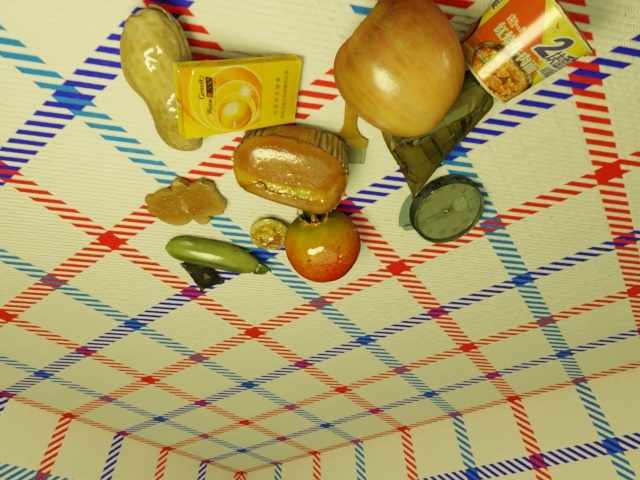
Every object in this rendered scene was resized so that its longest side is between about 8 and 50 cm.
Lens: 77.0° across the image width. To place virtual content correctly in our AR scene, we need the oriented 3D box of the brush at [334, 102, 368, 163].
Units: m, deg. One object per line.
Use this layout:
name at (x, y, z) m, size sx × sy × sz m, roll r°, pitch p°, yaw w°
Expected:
brush at (0.074, -0.303, 0.983) m, size 0.103 × 0.013 × 0.272 m, roll 1°, pitch 135°, yaw -3°

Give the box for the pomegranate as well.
pomegranate at (0.000, 0.000, 1.150) m, size 0.220 × 0.221 × 0.257 m, roll -13°, pitch 126°, yaw 11°

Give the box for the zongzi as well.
zongzi at (0.306, -0.242, 0.996) m, size 0.260 × 0.123 × 0.289 m, roll -28°, pitch 143°, yaw 17°

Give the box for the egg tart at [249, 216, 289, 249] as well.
egg tart at (-0.151, -0.025, 1.224) m, size 0.130 × 0.052 × 0.130 m, roll 0°, pitch 134°, yaw 0°

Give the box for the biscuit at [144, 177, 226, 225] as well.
biscuit at (-0.385, -0.105, 1.148) m, size 0.225 × 0.036 × 0.166 m, roll -15°, pitch 133°, yaw 16°

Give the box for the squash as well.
squash at (-0.313, 0.050, 1.269) m, size 0.340 × 0.095 × 0.094 m, roll 15°, pitch 132°, yaw -13°

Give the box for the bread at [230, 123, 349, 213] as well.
bread at (-0.074, -0.174, 0.997) m, size 0.288 × 0.156 × 0.204 m, roll 15°, pitch 130°, yaw -9°

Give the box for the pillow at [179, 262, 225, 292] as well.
pillow at (-0.395, 0.110, 1.350) m, size 0.090 × 0.048 × 0.150 m, roll -11°, pitch 132°, yaw 12°

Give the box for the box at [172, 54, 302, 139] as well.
box at (-0.170, -0.309, 0.862) m, size 0.269 × 0.043 × 0.152 m, roll -19°, pitch 141°, yaw -28°

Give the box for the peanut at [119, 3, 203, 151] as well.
peanut at (-0.327, -0.326, 0.866) m, size 0.149 × 0.149 × 0.313 m, roll -7°, pitch 139°, yaw 5°

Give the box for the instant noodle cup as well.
instant noodle cup at (0.389, -0.388, 0.790) m, size 0.213 × 0.213 × 0.174 m, roll 28°, pitch 135°, yaw -27°

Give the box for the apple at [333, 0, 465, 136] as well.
apple at (0.162, -0.337, 0.796) m, size 0.241 × 0.242 × 0.242 m, roll 41°, pitch 123°, yaw -13°

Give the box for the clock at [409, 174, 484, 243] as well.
clock at (0.366, -0.085, 1.163) m, size 0.214 × 0.042 × 0.215 m, roll -5°, pitch 128°, yaw -7°

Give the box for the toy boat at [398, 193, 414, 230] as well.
toy boat at (0.266, -0.088, 1.198) m, size 0.096 × 0.034 × 0.122 m, roll -21°, pitch 123°, yaw 14°
